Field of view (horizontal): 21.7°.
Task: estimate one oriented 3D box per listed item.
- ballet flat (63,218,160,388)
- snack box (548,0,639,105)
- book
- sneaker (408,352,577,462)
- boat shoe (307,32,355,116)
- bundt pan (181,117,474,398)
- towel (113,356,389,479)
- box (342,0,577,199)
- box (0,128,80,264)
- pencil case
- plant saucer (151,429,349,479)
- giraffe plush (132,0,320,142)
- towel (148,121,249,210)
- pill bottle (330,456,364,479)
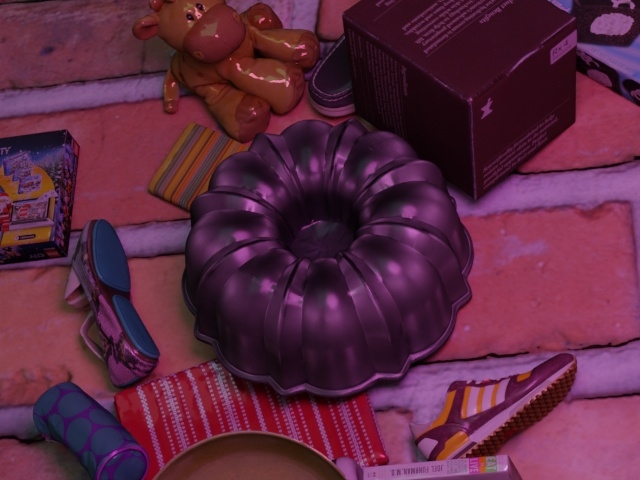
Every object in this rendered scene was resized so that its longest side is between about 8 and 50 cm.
[{"bbox_3d":[-0.249,0.074,1.908,0.079,0.077,0.221,-37,55,18],"label":"ballet flat"},{"bbox_3d":[0.354,-0.272,1.913,0.322,0.060,0.187,36,76,31],"label":"snack box"},{"bbox_3d":[0.124,0.244,1.665,0.144,0.096,0.035,-7,59,14],"label":"book"},{"bbox_3d":[0.177,0.162,1.712,0.185,0.069,0.084,-37,62,-6],"label":"sneaker"},{"bbox_3d":[0.087,-0.267,1.977,0.285,0.092,0.103,-42,57,-8],"label":"boat shoe"},{"bbox_3d":[0.000,0.000,1.802,0.331,0.124,0.330,-4,57,6],"label":"bundt pan"},{"bbox_3d":[-0.080,0.201,1.797,0.275,0.031,0.198,-21,57,5],"label":"towel"},{"bbox_3d":[0.155,-0.192,1.850,0.168,0.167,0.203,-37,56,-21],"label":"box"},{"bbox_3d":[-0.416,-0.045,2.042,0.233,0.044,0.159,-6,59,15],"label":"box"},{"bbox_3d":[-0.249,0.216,1.801,0.152,0.064,0.070,34,94,45],"label":"pencil case"},{"bbox_3d":[-0.064,0.303,1.598,0.241,0.037,0.240,-1,84,8],"label":"plant saucer"},{"bbox_3d":[-0.125,-0.243,1.987,0.210,0.170,0.181,15,67,25],"label":"giraffe plush"},{"bbox_3d":[-0.088,-0.056,1.958,0.237,0.021,0.102,26,77,28],"label":"towel"},{"bbox_3d":[-0.049,0.304,1.674,0.215,0.117,0.117,-20,57,7],"label":"pill bottle"}]
